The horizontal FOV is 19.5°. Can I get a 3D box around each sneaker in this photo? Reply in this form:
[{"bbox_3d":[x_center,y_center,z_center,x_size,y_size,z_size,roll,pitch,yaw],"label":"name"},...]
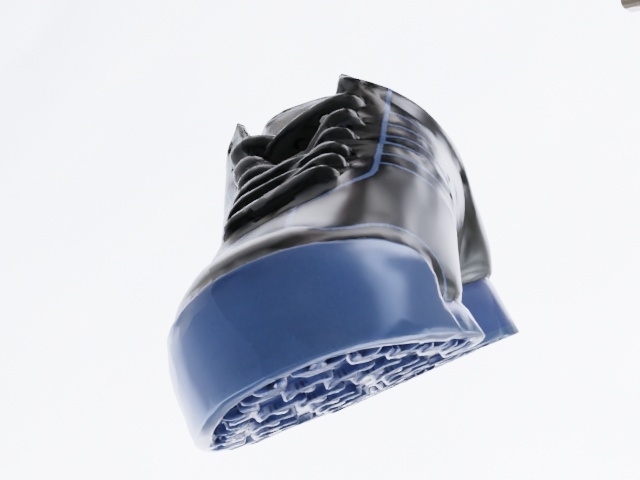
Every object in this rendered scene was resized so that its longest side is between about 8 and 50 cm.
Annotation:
[{"bbox_3d":[0.000,0.000,0.517,0.081,0.090,0.232,-25,174,9],"label":"sneaker"}]

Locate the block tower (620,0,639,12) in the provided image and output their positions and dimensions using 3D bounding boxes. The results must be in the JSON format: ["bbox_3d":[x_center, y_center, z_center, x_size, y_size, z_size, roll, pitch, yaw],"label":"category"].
[{"bbox_3d":[0.115,-0.188,0.855,0.091,0.335,0.097,-9,-101,30],"label":"block tower"}]
